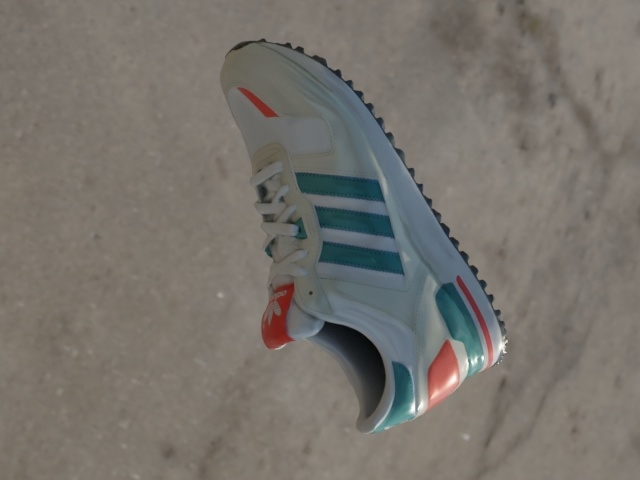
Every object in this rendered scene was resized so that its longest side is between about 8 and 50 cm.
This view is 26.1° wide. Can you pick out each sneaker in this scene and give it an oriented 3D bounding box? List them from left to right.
[{"bbox_3d":[0.000,0.000,0.528,0.075,0.057,0.161,-37,94,-24],"label":"sneaker"}]
